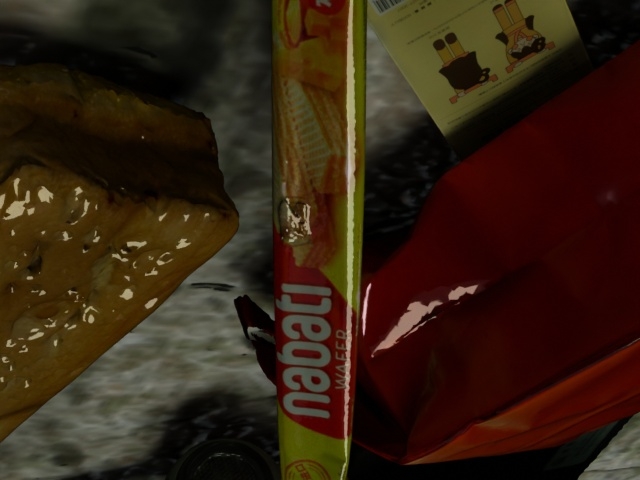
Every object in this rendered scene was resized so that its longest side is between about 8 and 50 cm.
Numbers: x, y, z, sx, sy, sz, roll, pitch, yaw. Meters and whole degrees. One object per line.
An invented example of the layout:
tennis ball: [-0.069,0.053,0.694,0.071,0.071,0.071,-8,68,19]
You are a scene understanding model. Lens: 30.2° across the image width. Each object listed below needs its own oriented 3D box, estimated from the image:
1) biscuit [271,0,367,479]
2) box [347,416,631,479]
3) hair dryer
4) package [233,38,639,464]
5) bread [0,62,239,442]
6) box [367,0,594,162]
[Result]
biscuit: [0.000,0.000,0.459,0.048,0.026,0.292,7,122,12]
box: [0.077,0.188,0.865,0.211,0.058,0.350,-8,146,-21]
hair dryer: [-0.109,0.192,0.761,0.225,0.088,0.219,-14,154,12]
package: [0.164,-0.009,0.535,0.424,0.123,0.196,-33,155,26]
bread: [-0.151,0.035,0.483,0.139,0.077,0.271,10,138,-45]
box: [0.066,-0.084,0.486,0.073,0.020,0.149,-29,147,10]
